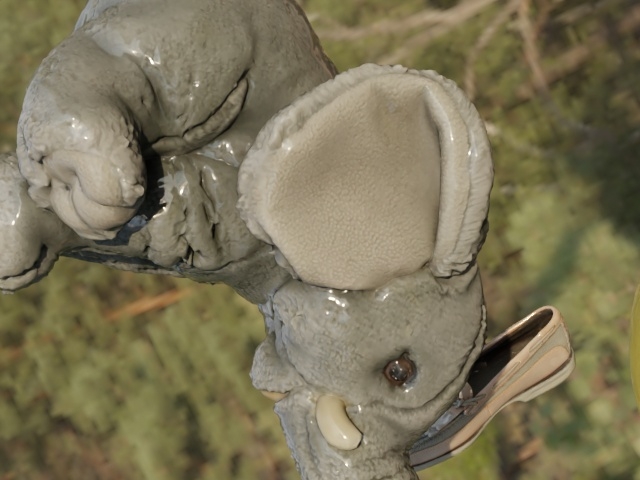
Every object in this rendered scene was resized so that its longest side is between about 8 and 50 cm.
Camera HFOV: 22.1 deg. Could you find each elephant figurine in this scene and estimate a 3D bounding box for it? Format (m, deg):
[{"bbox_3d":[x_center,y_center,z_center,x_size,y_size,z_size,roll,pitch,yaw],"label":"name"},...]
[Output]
[{"bbox_3d":[0.000,0.000,0.635,0.239,0.169,0.186,27,122,-3],"label":"elephant figurine"}]

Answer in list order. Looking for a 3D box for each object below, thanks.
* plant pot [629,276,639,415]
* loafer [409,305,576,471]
[{"bbox_3d":[0.292,0.072,0.948,0.254,0.254,0.239,62,172,9],"label":"plant pot"},{"bbox_3d":[0.078,0.074,0.853,0.045,0.125,0.039,37,149,48],"label":"loafer"}]
